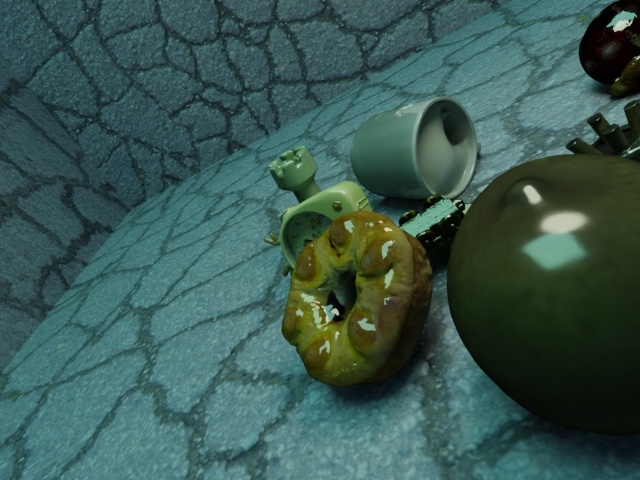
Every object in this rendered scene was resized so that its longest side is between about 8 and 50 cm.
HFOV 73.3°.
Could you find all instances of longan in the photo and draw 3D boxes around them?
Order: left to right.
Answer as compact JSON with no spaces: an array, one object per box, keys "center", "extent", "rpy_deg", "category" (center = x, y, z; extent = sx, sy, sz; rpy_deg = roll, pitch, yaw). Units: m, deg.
[{"center":[0.329,0.051,0.557],"extent":[0.361,0.360,0.360],"rpy_deg":[-24,28,14],"category":"longan"}]

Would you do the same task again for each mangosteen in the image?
[{"center":[0.810,-0.495,1.118],"extent":[0.228,0.228,0.265],"rpy_deg":[-19,67,23],"category":"mangosteen"}]

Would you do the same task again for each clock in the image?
[{"center":[0.000,0.000,1.091],"extent":[0.308,0.234,0.096],"rpy_deg":[-18,14,33],"category":"clock"}]

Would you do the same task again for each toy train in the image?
[{"center":[0.220,-0.002,0.936],"extent":[0.226,0.137,0.090],"rpy_deg":[-33,49,7],"category":"toy train"}]

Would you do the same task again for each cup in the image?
[{"center":[0.284,-0.254,1.234],"extent":[0.357,0.259,0.275],"rpy_deg":[-12,12,-37],"category":"cup"}]

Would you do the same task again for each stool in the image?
[{"center":[0.604,-0.191,0.830],"extent":[0.228,0.139,0.153],"rpy_deg":[-37,12,31],"category":"stool"}]

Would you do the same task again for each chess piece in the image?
[{"center":[-0.021,-0.110,1.207],"extent":[0.195,0.299,0.194],"rpy_deg":[-24,28,14],"category":"chess piece"}]

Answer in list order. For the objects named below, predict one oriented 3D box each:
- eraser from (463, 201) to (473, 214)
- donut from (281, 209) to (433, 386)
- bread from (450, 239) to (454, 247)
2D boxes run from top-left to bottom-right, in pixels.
[{"center":[0.342,-0.038,1.017],"extent":[0.104,0.023,0.150],"rpy_deg":[-5,38,41],"category":"eraser"},{"center":[0.066,0.110,0.806],"extent":[0.317,0.150,0.299],"rpy_deg":[-47,43,21],"category":"donut"},{"center":[0.313,0.026,0.884],"extent":[0.070,0.076,0.083],"rpy_deg":[-22,30,11],"category":"bread"}]
